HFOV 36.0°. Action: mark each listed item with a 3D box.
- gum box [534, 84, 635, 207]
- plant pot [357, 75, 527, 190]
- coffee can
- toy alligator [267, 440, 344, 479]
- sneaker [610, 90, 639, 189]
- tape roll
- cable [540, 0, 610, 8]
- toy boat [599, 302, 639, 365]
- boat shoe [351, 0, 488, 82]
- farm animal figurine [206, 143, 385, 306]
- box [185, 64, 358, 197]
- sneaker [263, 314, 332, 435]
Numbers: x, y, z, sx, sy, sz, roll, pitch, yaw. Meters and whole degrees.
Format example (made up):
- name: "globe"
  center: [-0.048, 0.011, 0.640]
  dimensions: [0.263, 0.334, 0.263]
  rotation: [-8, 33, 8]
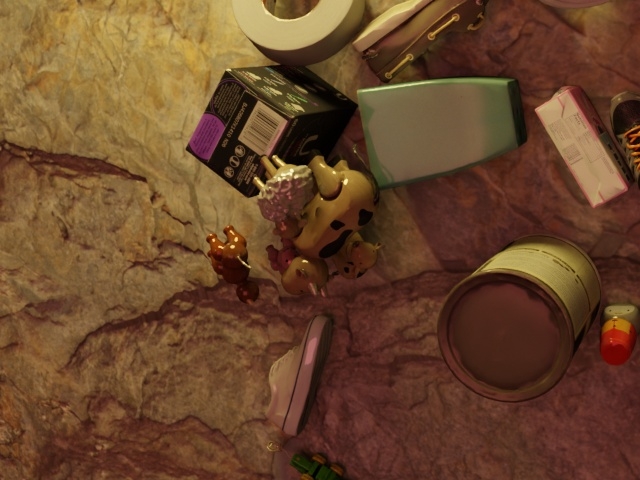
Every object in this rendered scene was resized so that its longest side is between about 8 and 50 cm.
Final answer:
- name: "gum box"
  center: [0.413, -0.153, 1.540]
  dimensions: [0.062, 0.107, 0.188]
  rotation: [-31, 88, 27]
- name: "plant pot"
  center: [0.206, -0.189, 1.601]
  dimensions: [0.234, 0.165, 0.166]
  rotation: [-8, 98, 23]
- name: "coffee can"
  center: [0.321, 0.112, 1.549]
  dimensions: [0.201, 0.275, 0.202]
  rotation: [6, 104, 24]
- name: "toy alligator"
  center: [-0.019, 0.445, 1.911]
  dimensions: [0.189, 0.056, 0.051]
  rotation: [26, 152, 17]
- name: "sneaker"
  center: [0.509, -0.131, 1.516]
  dimensions: [0.084, 0.083, 0.215]
  rotation: [-28, 88, 29]
- name: "tape roll"
  center: [-0.036, -0.408, 1.661]
  dimensions: [0.219, 0.072, 0.219]
  rotation: [-4, 75, 15]
- name: "cable"
  center: [0.384, -0.463, 1.425]
  dimensions: [0.257, 0.089, 0.257]
  rotation: [-3, 127, -7]
- name: "toy boat"
  center: [0.576, 0.215, 1.544]
  dimensions: [0.318, 0.148, 0.267]
  rotation: [35, 119, 6]
- name: "boat shoe"
  center: [0.205, -0.372, 1.587]
  dimensions: [0.324, 0.116, 0.097]
  rotation: [-31, 107, 22]
- name: "farm animal figurine"
  center: [0.000, 0.000, 1.616]
  dimensions: [0.172, 0.330, 0.327]
  rotation: [54, 132, 24]
- name: "box"
  center: [-0.075, -0.191, 1.664]
  dimensions: [0.143, 0.270, 0.165]
  rotation: [37, 114, 13]
- name: "sneaker"
  center: [-0.050, 0.248, 1.852]
  dimensions: [0.091, 0.094, 0.258]
  rotation: [22, 111, 14]
